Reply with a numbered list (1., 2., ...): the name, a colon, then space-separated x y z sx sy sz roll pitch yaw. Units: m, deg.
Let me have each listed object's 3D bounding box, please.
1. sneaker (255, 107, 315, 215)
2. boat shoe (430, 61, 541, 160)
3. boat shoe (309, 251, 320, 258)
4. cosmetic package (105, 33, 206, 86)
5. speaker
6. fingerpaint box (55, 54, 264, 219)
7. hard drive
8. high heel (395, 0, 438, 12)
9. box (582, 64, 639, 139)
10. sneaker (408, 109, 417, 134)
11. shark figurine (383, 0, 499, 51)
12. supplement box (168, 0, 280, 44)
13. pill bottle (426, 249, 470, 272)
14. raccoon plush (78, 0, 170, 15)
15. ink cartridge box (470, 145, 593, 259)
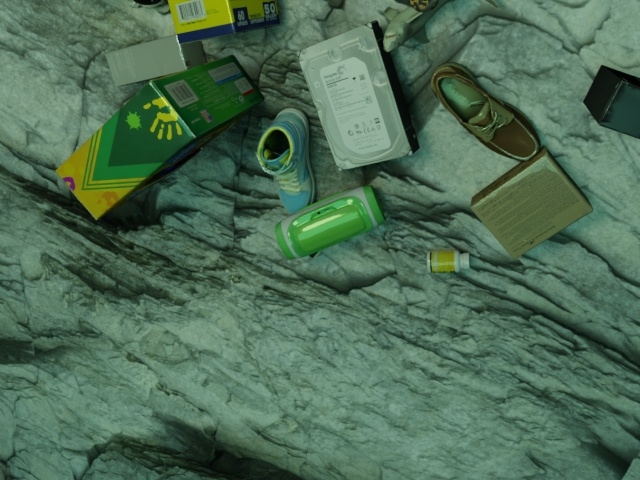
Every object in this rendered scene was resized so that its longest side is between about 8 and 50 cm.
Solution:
1. sneaker: -0.101 -0.186 1.588 0.127 0.208 0.319 1 115 16
2. boat shoe: 0.399 -0.306 1.430 0.324 0.120 0.123 37 119 -1
3. boat shoe: 0.000 0.001 1.730 0.042 0.049 0.133 34 123 -9
4. cosmetic package: -0.452 -0.503 1.601 0.237 0.127 0.107 -10 110 19
5. speaker: 0.026 -0.050 1.629 0.296 0.131 0.131 -22 106 11
6. fingerpaint box: -0.392 -0.278 1.501 0.371 0.445 0.163 -32 102 26
7. hard drive: 0.096 -0.363 1.498 0.236 0.064 0.339 -7 111 36
8. high heel: 0.249 -0.645 1.281 0.093 0.186 0.261 5 116 -22
9. box: 0.698 -0.293 1.264 0.184 0.261 0.103 24 118 6
10. sneaker: 0.199 -0.331 1.525 0.061 0.053 0.152 -35 95 38
11. shark figurine: 0.268 -0.537 1.400 0.278 0.166 0.116 -29 129 8
12. supplement box: -0.258 -0.682 1.398 0.195 0.194 0.357 3 116 33
13. pill bottle: 0.362 0.059 1.636 0.116 0.065 0.065 -3 112 18
14. raccoon plush: -0.540 -0.791 1.512 0.216 0.299 0.447 -37 66 42
15. ink cartridge box: 0.541 -0.096 1.499 0.234 0.088 0.193 -38 100 27
